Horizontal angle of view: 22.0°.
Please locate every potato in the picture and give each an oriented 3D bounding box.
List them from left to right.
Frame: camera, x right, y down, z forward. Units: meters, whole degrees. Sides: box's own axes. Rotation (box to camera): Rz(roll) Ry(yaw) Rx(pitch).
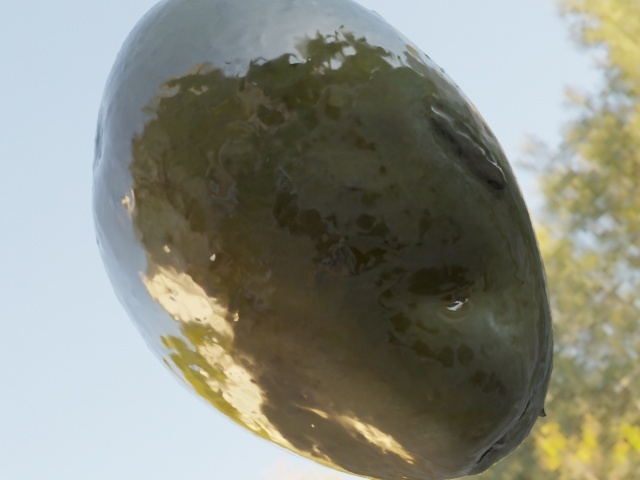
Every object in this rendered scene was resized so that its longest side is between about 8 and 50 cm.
[{"bbox_3d":[0.000,0.000,0.681,0.160,0.235,0.178,-43,-4,-14],"label":"potato"}]
